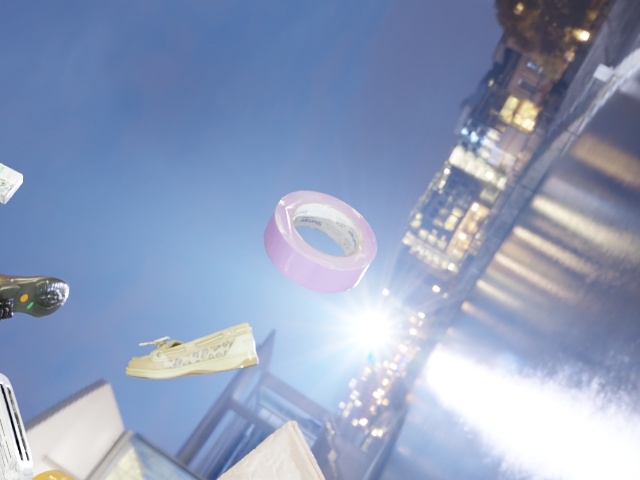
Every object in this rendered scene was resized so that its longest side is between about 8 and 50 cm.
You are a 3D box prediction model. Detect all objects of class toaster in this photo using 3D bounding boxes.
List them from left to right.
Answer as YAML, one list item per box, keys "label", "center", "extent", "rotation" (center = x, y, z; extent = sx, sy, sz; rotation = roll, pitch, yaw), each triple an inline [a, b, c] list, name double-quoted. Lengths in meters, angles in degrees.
- label: "toaster"
  center: [-0.488, 0.273, 1.015]
  extent: [0.146, 0.227, 0.129]
  rotation: [-18, -15, -15]

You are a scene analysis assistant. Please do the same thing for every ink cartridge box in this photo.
- label: "ink cartridge box"
  center: [-0.645, -0.125, 1.447]
  extent: [0.029, 0.115, 0.063]
  rotation: [-53, 11, 55]

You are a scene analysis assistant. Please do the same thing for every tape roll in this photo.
- label: "tape roll"
  center: [0.000, 0.000, 1.873]
  extent: [0.275, 0.274, 0.090]
  rotation: [-45, -12, -52]

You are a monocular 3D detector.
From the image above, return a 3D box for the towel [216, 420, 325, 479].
- label: "towel"
  center: [-0.113, 0.698, 1.983]
  extent: [0.332, 0.317, 0.053]
  rotation: [-43, -28, 21]

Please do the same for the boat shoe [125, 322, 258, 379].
- label: "boat shoe"
  center: [-0.261, 0.226, 1.503]
  extent: [0.104, 0.285, 0.089]
  rotation: [16, -114, -74]

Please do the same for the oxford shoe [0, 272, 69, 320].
- label: "oxford shoe"
  center: [-0.551, 0.090, 1.363]
  extent: [0.083, 0.096, 0.227]
  rotation: [-68, -21, 3]

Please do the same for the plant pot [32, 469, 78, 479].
- label: "plant pot"
  center: [-0.544, 0.623, 1.592]
  extent: [0.205, 0.187, 0.205]
  rotation: [-35, -46, -48]
